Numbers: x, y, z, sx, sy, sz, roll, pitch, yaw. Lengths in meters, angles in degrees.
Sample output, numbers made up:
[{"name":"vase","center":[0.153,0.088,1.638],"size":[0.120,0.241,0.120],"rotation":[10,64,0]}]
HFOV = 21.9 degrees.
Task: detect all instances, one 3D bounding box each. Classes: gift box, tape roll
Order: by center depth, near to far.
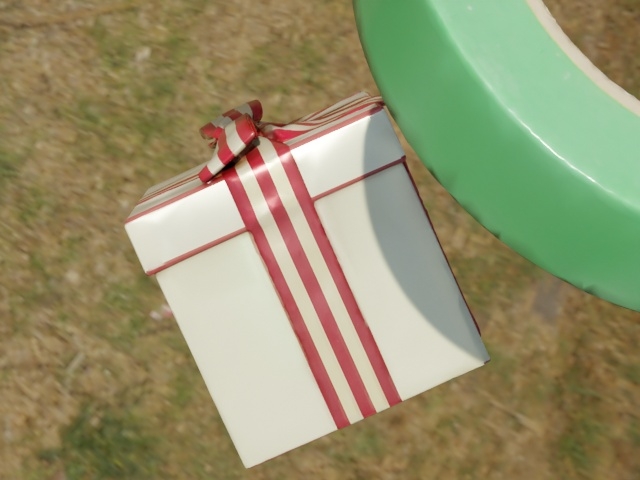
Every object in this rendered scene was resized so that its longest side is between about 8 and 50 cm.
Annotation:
[{"name":"tape roll","center":[0.177,-0.121,0.767],"size":[0.321,0.077,0.321],"rotation":[7,62,-14]},{"name":"gift box","center":[0.000,0.000,1.393],"size":[0.276,0.255,0.258],"rotation":[-26,99,-3]}]
